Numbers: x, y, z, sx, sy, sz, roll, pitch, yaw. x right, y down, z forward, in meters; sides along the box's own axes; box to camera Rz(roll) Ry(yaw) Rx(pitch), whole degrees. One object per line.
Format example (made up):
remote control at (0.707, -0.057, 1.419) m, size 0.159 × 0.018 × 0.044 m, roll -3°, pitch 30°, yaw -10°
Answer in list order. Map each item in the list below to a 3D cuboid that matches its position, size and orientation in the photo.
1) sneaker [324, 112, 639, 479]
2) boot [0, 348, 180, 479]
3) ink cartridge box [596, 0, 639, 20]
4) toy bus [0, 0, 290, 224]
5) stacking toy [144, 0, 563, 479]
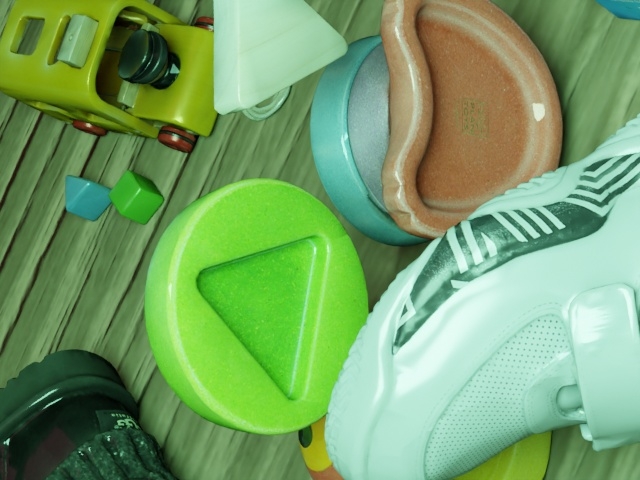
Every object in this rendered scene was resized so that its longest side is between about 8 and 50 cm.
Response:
sneaker at (0.189, 0.052, 0.832) m, size 0.366 × 0.137 × 0.210 m, roll -34°, pitch 53°, yaw -5°
boot at (-0.202, 0.266, 1.136) m, size 0.348 × 0.131 × 0.260 m, roll -50°, pitch 49°, yaw 13°
ink cartridge box at (0.170, -0.221, 0.970) m, size 0.082 × 0.190 × 0.139 m, roll 14°, pitch 83°, yaw 42°
toy bus at (-0.149, -0.131, 1.263) m, size 0.202 × 0.104 × 0.191 m, roll -39°, pitch 53°, yaw 23°
stacking toy at (0.000, 0.000, 0.982) m, size 0.130 × 0.279 × 0.309 m, roll -10°, pitch 68°, yaw 49°
